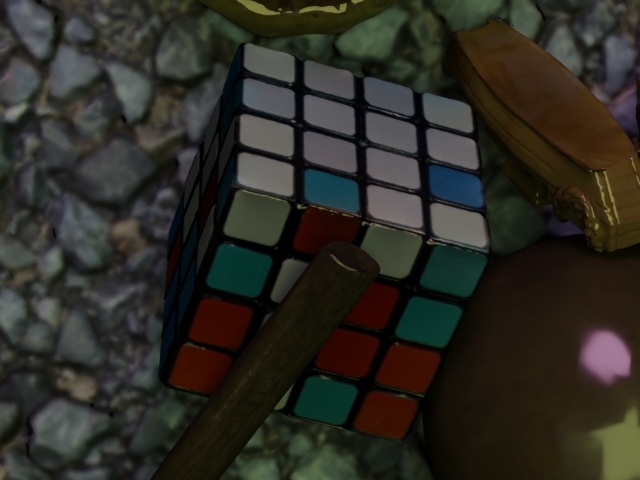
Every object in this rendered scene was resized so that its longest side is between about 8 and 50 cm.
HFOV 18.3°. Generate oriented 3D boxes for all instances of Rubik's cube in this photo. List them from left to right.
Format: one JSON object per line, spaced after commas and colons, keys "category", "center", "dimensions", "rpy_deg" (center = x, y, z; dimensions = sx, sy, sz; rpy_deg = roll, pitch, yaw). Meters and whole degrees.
{"category": "Rubik's cube", "center": [0.000, 0.000, 1.161], "dimensions": [0.155, 0.154, 0.151], "rpy_deg": [13, 125, -11]}

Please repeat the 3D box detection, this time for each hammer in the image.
{"category": "hammer", "center": [-0.071, 0.133, 1.142], "dimensions": [0.111, 0.043, 0.365], "rpy_deg": [25, 125, -18]}

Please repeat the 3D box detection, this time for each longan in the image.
{"category": "longan", "center": [0.174, 0.116, 1.192], "dimensions": [0.248, 0.248, 0.248], "rpy_deg": [-1, 95, -10]}

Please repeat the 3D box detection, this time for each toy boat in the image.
{"category": "toy boat", "center": [0.134, -0.063, 1.190], "dimensions": [0.064, 0.206, 0.072], "rpy_deg": [-18, 131, -16]}

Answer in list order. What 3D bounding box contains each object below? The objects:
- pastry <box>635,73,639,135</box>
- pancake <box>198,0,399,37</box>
{"category": "pastry", "center": [0.257, -0.048, 1.200], "dimensions": [0.102, 0.250, 0.154], "rpy_deg": [-39, 100, 16]}
{"category": "pancake", "center": [-0.019, -0.236, 1.226], "dimensions": [0.235, 0.029, 0.212], "rpy_deg": [29, 90, -10]}
